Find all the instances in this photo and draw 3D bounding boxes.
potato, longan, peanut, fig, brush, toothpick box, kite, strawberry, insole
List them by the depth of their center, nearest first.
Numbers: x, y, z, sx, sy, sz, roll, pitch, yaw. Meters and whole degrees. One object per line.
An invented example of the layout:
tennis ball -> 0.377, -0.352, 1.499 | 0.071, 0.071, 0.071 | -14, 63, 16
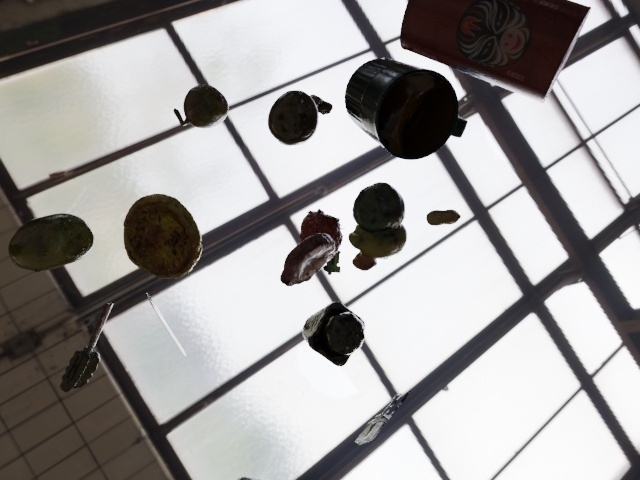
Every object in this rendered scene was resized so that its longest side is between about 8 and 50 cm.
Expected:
toothpick box -> 0.362, -0.448, 1.170 | 0.333, 0.204, 0.204 | 28, -36, 16
strawberry -> -0.003, -0.003, 1.471 | 0.131, 0.148, 0.131 | 27, 1, 0
potato -> -0.787, 0.003, 1.602 | 0.228, 0.197, 0.148 | 6, -34, 32
peanut -> 0.364, -0.069, 1.628 | 0.054, 0.113, 0.054 | 176, -90, -72
brush -> -0.680, 0.316, 1.632 | 0.071, 0.301, 0.084 | 30, 8, 9
insole -> -0.472, 0.258, 1.684 | 0.232, 0.003, 0.080 | 58, -10, 0
kite -> 0.206, 0.581, 1.811 | 0.015, 0.245, 0.141 | 52, -28, -1
fig -> -0.401, -0.428, 1.817 | 0.148, 0.186, 0.142 | 52, 15, -5
longan -> -0.104, -0.452, 2.056 | 0.212, 0.198, 0.198 | -29, -88, 28

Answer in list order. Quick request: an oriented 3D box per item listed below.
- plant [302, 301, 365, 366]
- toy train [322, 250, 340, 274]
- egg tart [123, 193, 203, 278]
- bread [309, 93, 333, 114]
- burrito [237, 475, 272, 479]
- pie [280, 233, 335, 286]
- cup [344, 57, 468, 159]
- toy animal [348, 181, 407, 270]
plant -> 0.042, 0.276, 1.631 | 0.142, 0.164, 0.256 | 38, -18, -15
toy train -> 0.050, 0.084, 2.279 | 0.050, 0.081, 0.122 | -3, -99, 40
egg tart -> -0.515, -0.017, 1.824 | 0.290, 0.290, 0.115 | 63, 16, -8
bread -> -0.009, -0.541, 2.196 | 0.082, 0.113, 0.060 | 35, -75, 37
burrito -> -0.101, 0.547, 1.175 | 0.203, 0.064, 0.064 | 29, -8, -34
pie -> -0.028, 0.046, 1.248 | 0.038, 0.153, 0.153 | 45, -29, 26
cup -> 0.245, -0.398, 1.586 | 0.292, 0.308, 0.242 | -127, -158, -59
toy animal -> 0.215, -0.043, 1.942 | 0.191, 0.216, 0.338 | 36, -38, 37
